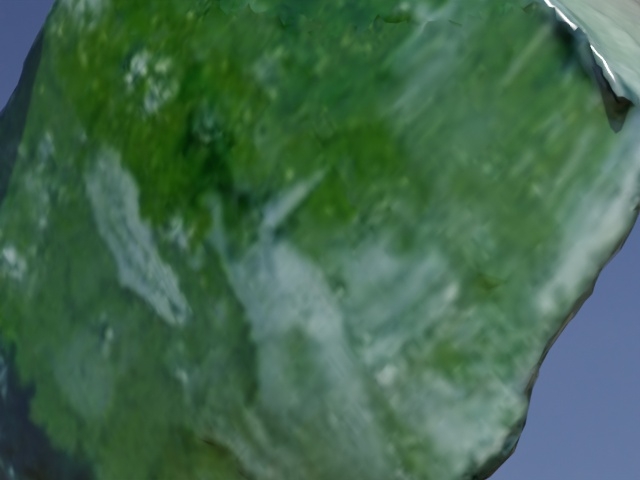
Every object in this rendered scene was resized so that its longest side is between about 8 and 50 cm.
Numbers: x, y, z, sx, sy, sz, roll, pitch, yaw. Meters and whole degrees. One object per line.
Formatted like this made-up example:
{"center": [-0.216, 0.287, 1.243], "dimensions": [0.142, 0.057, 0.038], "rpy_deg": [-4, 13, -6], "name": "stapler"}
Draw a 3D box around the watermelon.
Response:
{"center": [-0.014, -0.006, 0.518], "dimensions": [0.264, 0.151, 0.302], "rpy_deg": [-55, -2, 29], "name": "watermelon"}
